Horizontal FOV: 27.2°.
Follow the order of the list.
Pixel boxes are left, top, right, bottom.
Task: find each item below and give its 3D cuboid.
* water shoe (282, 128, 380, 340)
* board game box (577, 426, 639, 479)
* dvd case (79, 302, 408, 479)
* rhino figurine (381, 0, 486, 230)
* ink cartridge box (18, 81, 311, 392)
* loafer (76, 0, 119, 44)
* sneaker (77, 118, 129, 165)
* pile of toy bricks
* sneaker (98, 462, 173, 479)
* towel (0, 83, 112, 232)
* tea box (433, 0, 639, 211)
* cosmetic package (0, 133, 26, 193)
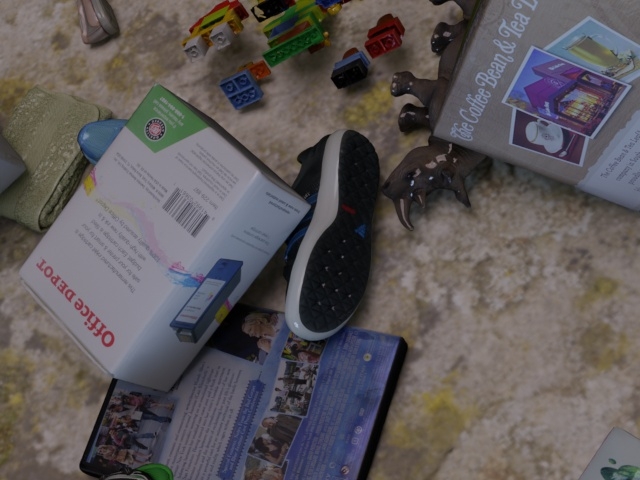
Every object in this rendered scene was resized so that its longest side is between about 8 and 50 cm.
[{"bbox_3d":[0.000,0.000,1.160,0.080,0.073,0.203,-18,48,47],"label":"water shoe"},{"bbox_3d":[0.157,0.297,0.862,0.097,0.224,0.303,29,76,27],"label":"board game box"},{"bbox_3d":[-0.068,0.143,1.133,0.253,0.022,0.180,11,69,23],"label":"dvd case"},{"bbox_3d":[0.118,-0.119,1.174,0.106,0.073,0.243,12,70,27],"label":"rhino figurine"},{"bbox_3d":[-0.137,-0.001,1.137,0.154,0.093,0.212,41,95,33],"label":"ink cartridge box"},{"bbox_3d":[-0.249,-0.259,1.386,0.039,0.045,0.125,-30,61,10],"label":"loafer"},{"bbox_3d":[-0.161,-0.096,1.254,0.162,0.073,0.063,9,68,22],"label":"sneaker"},{"bbox_3d":[-0.015,-0.209,1.261,0.212,0.118,0.105,-21,30,26],"label":"pile of toy bricks"},{"bbox_3d":[-0.187,0.249,1.073,0.343,0.134,0.146,11,61,14],"label":"sneaker"},{"bbox_3d":[-0.281,-0.084,1.316,0.110,0.027,0.148,16,71,26],"label":"towel"},{"bbox_3d":[0.256,-0.237,1.008,0.220,0.329,0.323,22,72,2],"label":"tea box"},{"bbox_3d":[-0.524,-0.169,1.283,0.230,0.161,0.453,-42,74,4],"label":"cosmetic package"}]
